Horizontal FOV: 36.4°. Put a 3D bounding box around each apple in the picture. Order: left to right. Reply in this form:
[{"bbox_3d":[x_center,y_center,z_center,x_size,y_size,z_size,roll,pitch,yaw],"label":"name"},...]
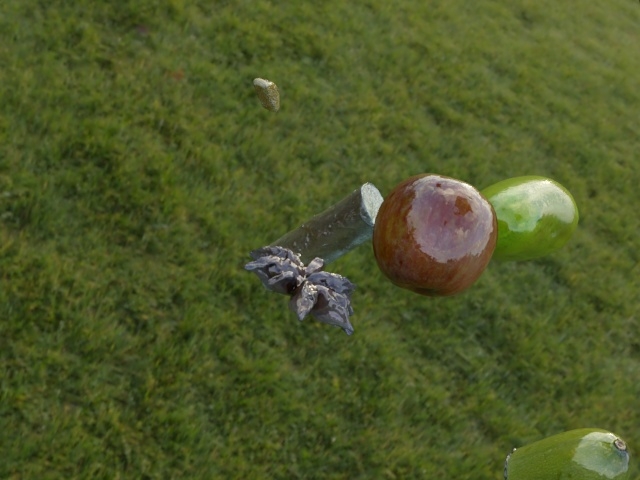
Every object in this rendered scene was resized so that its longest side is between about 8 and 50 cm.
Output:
[{"bbox_3d":[0.172,-0.004,1.482,0.188,0.188,0.173,20,80,-12],"label":"apple"}]

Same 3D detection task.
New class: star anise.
[{"bbox_3d":[-0.025,0.061,1.411,0.183,0.065,0.195,24,25,-12],"label":"star anise"}]

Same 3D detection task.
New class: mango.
[{"bbox_3d":[0.339,-0.036,1.709,0.273,0.185,0.149,-7,86,-48],"label":"mango"}]

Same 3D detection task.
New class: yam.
[{"bbox_3d":[0.000,0.000,1.734,0.093,0.259,0.093,44,28,-30],"label":"yam"}]

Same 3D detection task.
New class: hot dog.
[{"bbox_3d":[-0.094,-0.268,1.746,0.030,0.090,0.034,21,70,22],"label":"hot dog"}]

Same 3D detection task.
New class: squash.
[{"bbox_3d":[0.362,0.323,1.380,0.123,0.187,0.123,24,48,-30],"label":"squash"}]
